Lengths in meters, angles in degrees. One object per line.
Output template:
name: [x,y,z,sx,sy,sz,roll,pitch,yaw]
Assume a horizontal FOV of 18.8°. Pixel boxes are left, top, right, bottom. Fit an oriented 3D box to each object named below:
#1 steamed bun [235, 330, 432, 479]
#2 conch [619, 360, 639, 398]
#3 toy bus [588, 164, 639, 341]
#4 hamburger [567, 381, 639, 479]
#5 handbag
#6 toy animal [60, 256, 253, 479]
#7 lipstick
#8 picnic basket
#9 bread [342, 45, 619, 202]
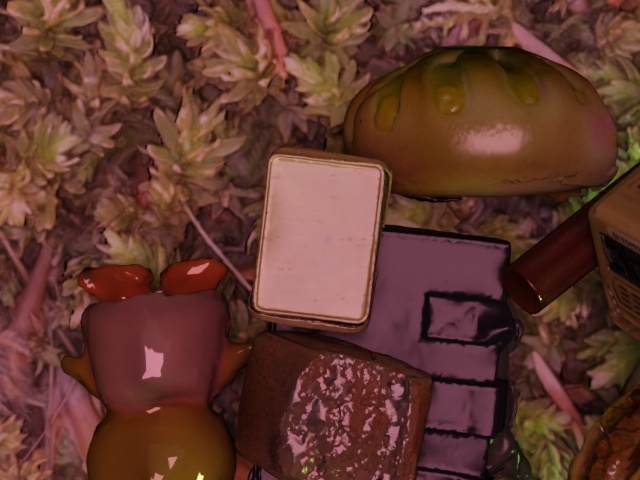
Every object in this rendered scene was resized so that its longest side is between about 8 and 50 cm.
steamed bun: [0.011,0.163,1.762,0.175,0.106,0.145,13,88,2]
conch: [0.379,0.170,1.860,0.183,0.149,0.275,45,84,-15]
toy bus: [0.432,-0.048,1.788,0.365,0.177,0.202,-38,130,-18]
hamburger: [0.334,0.258,1.690,0.259,0.144,0.283,-37,110,-25]
handbag: [0.079,0.150,1.865,0.269,0.118,0.325,7,90,5]
toy animal: [-0.150,0.158,1.828,0.195,0.169,0.281,-3,89,4]
lipstick: [0.318,-0.051,1.852,0.357,0.057,0.057,-36,91,-21]
picnic basket: [0.000,0.000,1.783,0.115,0.079,0.164,9,87,3]
bread: [0.155,-0.114,1.850,0.261,0.156,0.158,-1,91,-3]
